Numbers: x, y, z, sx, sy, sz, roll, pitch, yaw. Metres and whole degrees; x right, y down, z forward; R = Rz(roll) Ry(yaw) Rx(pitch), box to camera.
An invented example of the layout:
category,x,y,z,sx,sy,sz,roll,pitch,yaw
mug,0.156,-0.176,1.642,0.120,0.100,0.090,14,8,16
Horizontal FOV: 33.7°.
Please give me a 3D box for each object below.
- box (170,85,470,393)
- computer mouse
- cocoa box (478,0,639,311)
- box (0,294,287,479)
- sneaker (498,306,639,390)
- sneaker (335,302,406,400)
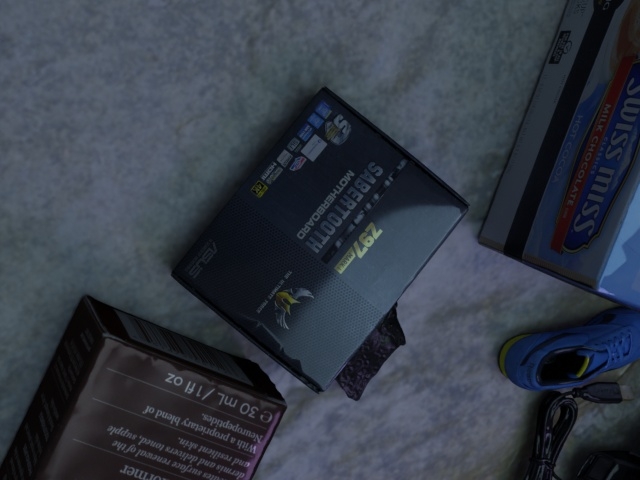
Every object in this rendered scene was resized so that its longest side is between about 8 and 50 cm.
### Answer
category,x,y,z,sx,sy,sz,roll,pitch,yaw
box,0.000,0.000,1.009,0.183,0.059,0.233,40,87,-3
computer mouse,0.346,0.253,1.223,0.262,0.060,0.184,9,95,-15
cocoa box,0.359,-0.098,1.058,0.231,0.228,0.347,20,94,-23
box,-0.208,0.266,0.976,0.191,0.143,0.381,24,94,-23
sneaker,0.303,0.125,1.165,0.209,0.082,0.069,-11,103,-19
sneaker,0.058,0.075,1.082,0.089,0.051,0.170,39,91,-23
